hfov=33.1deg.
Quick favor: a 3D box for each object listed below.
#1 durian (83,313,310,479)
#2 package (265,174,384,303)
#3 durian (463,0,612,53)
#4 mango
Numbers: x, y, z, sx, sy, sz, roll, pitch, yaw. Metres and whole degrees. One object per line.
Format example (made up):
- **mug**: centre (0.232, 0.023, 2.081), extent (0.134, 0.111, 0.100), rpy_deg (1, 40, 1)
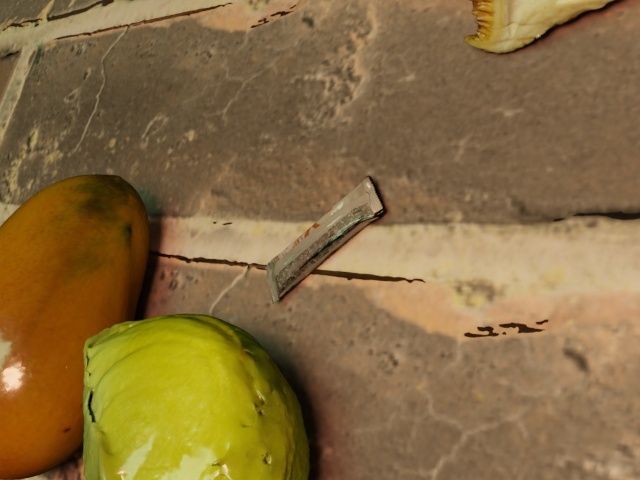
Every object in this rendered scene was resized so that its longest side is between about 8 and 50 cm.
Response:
- **durian**: centre (-0.077, 0.127, 0.674), extent (0.139, 0.101, 0.250), rpy_deg (-36, 40, -5)
- **package**: centre (0.000, 0.000, 0.749), extent (0.110, 0.015, 0.037), rpy_deg (-40, 42, 22)
- **durian**: centre (0.177, -0.211, 0.641), extent (0.252, 0.144, 0.139), rpy_deg (-17, 93, 33)
- **mango**: centre (-0.228, 0.066, 0.867), extent (0.176, 0.139, 0.254), rpy_deg (-7, 54, 32)
